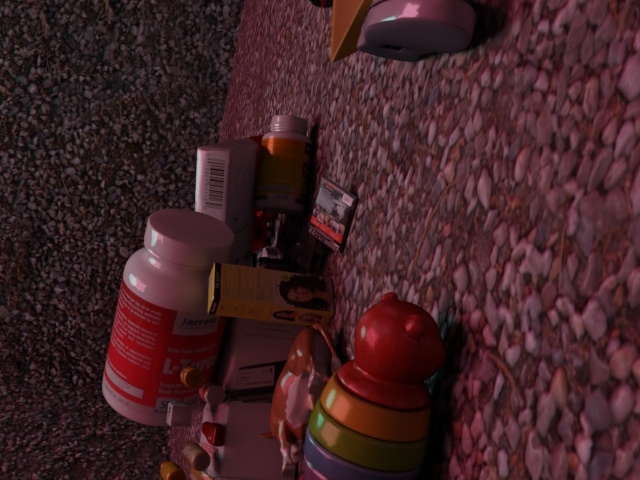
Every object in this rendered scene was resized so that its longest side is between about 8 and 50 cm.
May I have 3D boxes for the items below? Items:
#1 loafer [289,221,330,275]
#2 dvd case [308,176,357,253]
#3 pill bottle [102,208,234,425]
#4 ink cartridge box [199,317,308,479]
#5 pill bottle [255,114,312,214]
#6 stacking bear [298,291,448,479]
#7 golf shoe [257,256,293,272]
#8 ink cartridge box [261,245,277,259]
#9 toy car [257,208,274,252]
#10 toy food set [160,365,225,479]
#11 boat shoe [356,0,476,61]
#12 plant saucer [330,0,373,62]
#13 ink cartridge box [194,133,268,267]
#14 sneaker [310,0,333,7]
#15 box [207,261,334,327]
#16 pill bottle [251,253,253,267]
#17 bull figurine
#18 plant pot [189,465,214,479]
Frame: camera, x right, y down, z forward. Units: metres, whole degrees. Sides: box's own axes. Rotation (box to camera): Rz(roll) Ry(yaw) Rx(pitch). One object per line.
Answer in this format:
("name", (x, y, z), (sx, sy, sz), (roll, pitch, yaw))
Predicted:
("loafer", (0.000, 0.000, 1.613), (0.061, 0.062, 0.170), (49, 137, 17))
("dvd case", (0.022, -0.047, 1.520), (0.087, 0.013, 0.119), (36, 126, 33))
("pill bottle", (-0.303, 0.154, 1.671), (0.229, 0.229, 0.408), (-112, 35, -63))
("ink cartridge box", (-0.149, 0.307, 1.774), (0.285, 0.166, 0.395), (153, 124, -71))
("pill bottle", (-0.081, -0.172, 1.862), (0.117, 0.117, 0.215), (166, 111, -75))
("stacking bear", (0.074, 0.213, 1.017), (0.175, 0.164, 0.289), (-132, 56, -71))
("golf shoe", (-0.115, 0.084, 1.960), (0.186, 0.067, 0.086), (-158, 75, -75))
("ink cartridge box", (-0.137, 0.045, 2.143), (0.083, 0.028, 0.048), (-120, 40, -68))
("toy car", (-0.185, -0.045, 2.202), (0.136, 0.159, 0.182), (14, 97, 39))
("toy food set", (-0.254, 0.362, 1.613), (0.104, 0.111, 0.232), (179, 97, -67))
("boat shoe", (0.137, -0.341, 1.123), (0.367, 0.135, 0.157), (-117, 39, -82))
("plant saucer", (0.106, -0.515, 1.378), (0.333, 0.081, 0.333), (127, 150, -63))
("ink cartridge box", (-0.169, -0.082, 1.917), (0.385, 0.091, 0.308), (-28, -55, -65))
("sneaker", (0.018, -0.642, 1.752), (0.125, 0.104, 0.262), (-94, 18, -44))
("box", (-0.092, 0.103, 1.532), (0.058, 0.232, 0.087), (114, 157, -48))
("pill bottle", (-0.281, 0.041, 2.436), (0.160, 0.160, 0.283), (115, 157, -50))
("bull figurine", (-0.033, 0.305, 1.474), (0.188, 0.101, 0.310), (-117, 35, -59))
("plant pot", (-0.201, 0.571, 1.765), (0.032, 0.236, 0.236), (-48, 4, -19))
